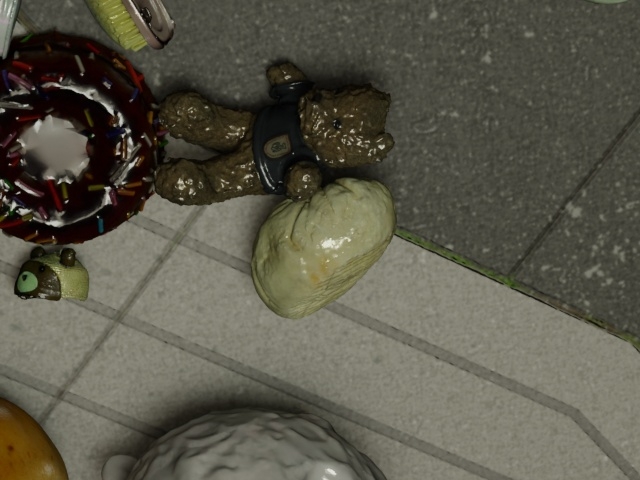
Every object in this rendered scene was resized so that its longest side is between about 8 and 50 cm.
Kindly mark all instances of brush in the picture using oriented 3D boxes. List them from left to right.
[{"bbox_3d":[-0.248,-0.325,1.718,0.067,0.072,0.313,-23,108,15],"label":"brush"}]

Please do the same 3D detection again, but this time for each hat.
[{"bbox_3d":[-0.285,0.037,1.815,0.076,0.077,0.059,7,86,-25],"label":"hat"}]

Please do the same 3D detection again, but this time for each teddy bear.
[{"bbox_3d":[-0.047,-0.104,1.770,0.251,0.129,0.182,-8,64,4],"label":"teddy bear"}]

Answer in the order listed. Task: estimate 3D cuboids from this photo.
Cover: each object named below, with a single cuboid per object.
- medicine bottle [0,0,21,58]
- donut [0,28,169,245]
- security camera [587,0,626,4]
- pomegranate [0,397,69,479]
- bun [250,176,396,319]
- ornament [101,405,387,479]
[{"bbox_3d":[-0.457,-0.267,1.676,0.324,0.124,0.179,12,94,-9],"label":"medicine bottle"},{"bbox_3d":[-0.273,-0.100,1.769,0.235,0.089,0.235,-2,105,-6],"label":"donut"},{"bbox_3d":[0.223,-0.328,1.772,0.301,0.080,0.157,2,91,-19],"label":"security camera"},{"bbox_3d":[-0.385,0.282,1.779,0.264,0.264,0.264,-2,107,-7],"label":"pomegranate"},{"bbox_3d":[0.000,0.000,1.799,0.164,0.188,0.111,-27,75,-29],"label":"bun"},{"bbox_3d":[-0.060,0.340,1.806,0.337,0.337,0.337,-2,107,-7],"label":"ornament"}]
